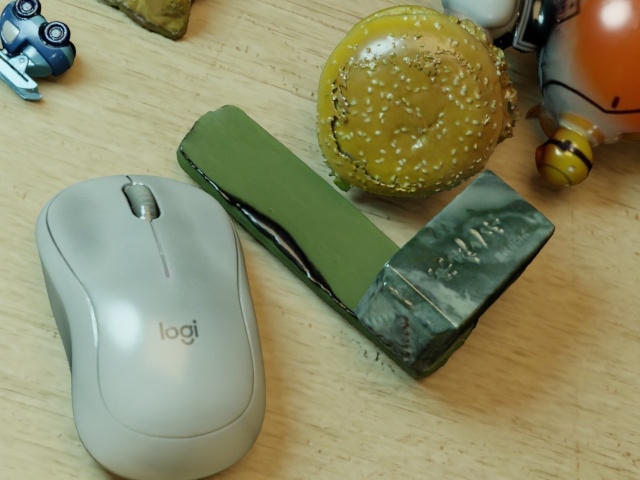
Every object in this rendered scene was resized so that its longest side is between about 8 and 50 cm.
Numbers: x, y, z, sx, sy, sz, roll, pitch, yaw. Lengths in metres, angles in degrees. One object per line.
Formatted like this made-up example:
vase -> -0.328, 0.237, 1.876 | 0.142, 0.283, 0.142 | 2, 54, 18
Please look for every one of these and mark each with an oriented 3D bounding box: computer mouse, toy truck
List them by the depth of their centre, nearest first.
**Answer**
computer mouse -> -0.144, 0.059, 1.464 | 0.184, 0.121, 0.297 | -1, 63, -15
toy truck -> -0.292, -0.197, 1.600 | 0.136, 0.063, 0.074 | 42, 78, 12

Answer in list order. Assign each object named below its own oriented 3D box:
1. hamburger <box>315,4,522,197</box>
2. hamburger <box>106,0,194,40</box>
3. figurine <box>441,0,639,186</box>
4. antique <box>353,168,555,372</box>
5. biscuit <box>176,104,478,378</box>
hamburger -> 0.090, -0.124, 1.591 | 0.191, 0.182, 0.118 | 9, 22, 0
hamburger -> -0.210, -0.321, 1.650 | 0.262, 0.131, 0.124 | 31, 58, -4
figurine -> 0.279, -0.209, 1.677 | 0.323, 0.196, 0.320 | 7, 72, 5
antique -> 0.116, 0.030, 1.535 | 0.088, 0.086, 0.183 | 41, 51, 9
biscuit -> 0.000, 0.000, 1.586 | 0.322, 0.038, 0.099 | 41, 54, 8
